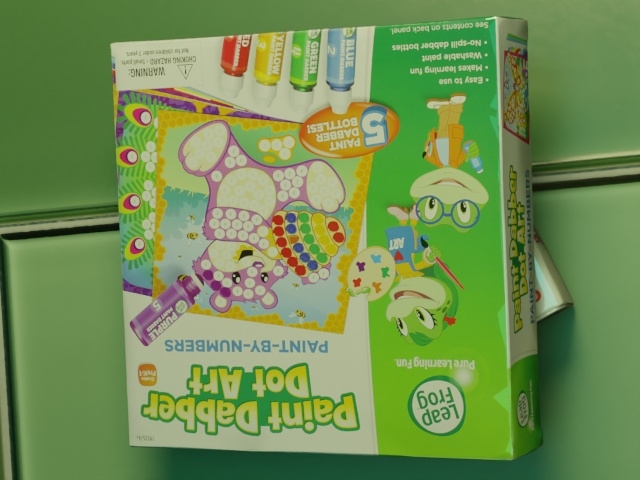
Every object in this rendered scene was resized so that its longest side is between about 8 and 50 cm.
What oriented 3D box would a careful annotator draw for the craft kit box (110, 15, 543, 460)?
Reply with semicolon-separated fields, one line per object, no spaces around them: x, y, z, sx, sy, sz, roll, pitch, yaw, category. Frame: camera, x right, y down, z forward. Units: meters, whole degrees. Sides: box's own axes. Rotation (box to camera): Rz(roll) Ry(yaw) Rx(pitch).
0.000;0.000;1.089;0.250;0.061;0.247;-2;96;25;craft kit box

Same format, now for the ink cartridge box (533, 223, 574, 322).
0.083;0.006;1.115;0.088;0.052;0.122;-28;80;12;ink cartridge box
